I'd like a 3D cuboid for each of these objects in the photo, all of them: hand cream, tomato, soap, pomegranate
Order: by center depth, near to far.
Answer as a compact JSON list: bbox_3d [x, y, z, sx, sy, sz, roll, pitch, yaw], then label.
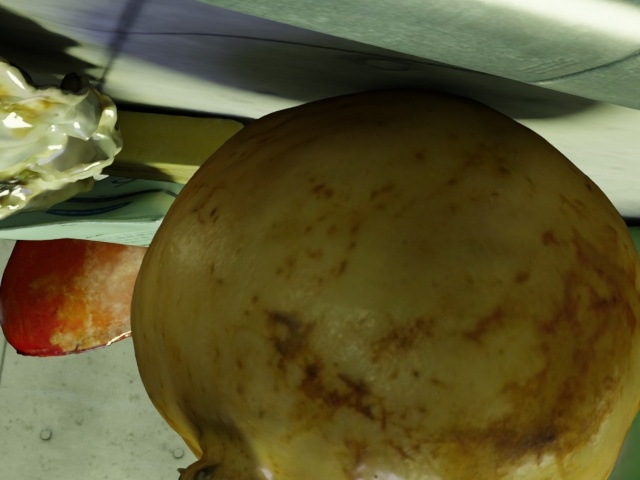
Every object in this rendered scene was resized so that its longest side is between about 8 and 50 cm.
[{"bbox_3d":[0.027,0.044,0.645,0.248,0.248,0.248,9,176,1],"label":"pomegranate"},{"bbox_3d":[-0.147,-0.063,0.876,0.252,0.037,0.092,8,177,10],"label":"soap"},{"bbox_3d":[-0.133,-0.016,0.935,0.109,0.067,0.320,-4,-175,4],"label":"hand cream"},{"bbox_3d":[-0.214,0.015,1.395,0.233,0.139,0.200,-27,-160,-25],"label":"tomato"}]

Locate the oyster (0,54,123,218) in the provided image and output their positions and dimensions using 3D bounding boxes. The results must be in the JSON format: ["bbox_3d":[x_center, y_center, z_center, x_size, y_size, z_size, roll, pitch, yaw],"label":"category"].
[{"bbox_3d":[-0.222,-0.068,0.647,0.201,0.107,0.354,-25,162,9],"label":"oyster"}]

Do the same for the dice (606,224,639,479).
[{"bbox_3d":[0.296,0.163,1.107,0.330,0.318,0.322,14,174,-43],"label":"dice"}]

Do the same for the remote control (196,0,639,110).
[{"bbox_3d":[0.052,-0.067,0.369,0.378,0.044,0.107,10,180,-19],"label":"remote control"}]
